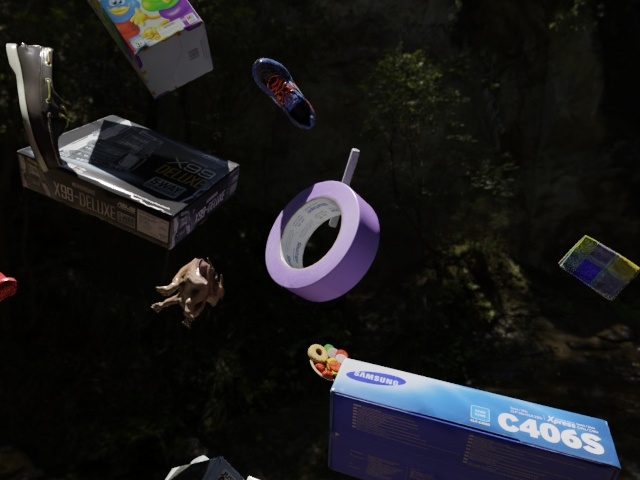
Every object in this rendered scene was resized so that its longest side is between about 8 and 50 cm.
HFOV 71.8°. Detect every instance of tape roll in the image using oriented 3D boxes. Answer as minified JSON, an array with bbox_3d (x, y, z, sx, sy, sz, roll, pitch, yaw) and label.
[{"bbox_3d":[0.000,0.000,1.037,0.274,0.275,0.090,-6,-30,41],"label":"tape roll"}]

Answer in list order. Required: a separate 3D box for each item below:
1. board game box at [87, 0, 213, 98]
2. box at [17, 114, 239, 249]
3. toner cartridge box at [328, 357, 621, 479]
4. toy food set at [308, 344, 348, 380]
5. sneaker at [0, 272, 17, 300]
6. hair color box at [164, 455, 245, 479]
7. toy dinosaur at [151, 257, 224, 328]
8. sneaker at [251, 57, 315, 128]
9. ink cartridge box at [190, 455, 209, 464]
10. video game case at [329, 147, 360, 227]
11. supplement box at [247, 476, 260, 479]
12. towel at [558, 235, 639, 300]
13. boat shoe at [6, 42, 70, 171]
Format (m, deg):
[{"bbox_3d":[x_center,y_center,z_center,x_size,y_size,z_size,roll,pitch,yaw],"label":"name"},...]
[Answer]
[{"bbox_3d":[-0.351,-0.448,0.862,0.142,0.275,0.144,-33,-9,-13],"label":"board game box"},{"bbox_3d":[-0.348,-0.125,0.847,0.307,0.242,0.077,23,-55,7],"label":"box"},{"bbox_3d":[0.187,0.286,0.613,0.347,0.165,0.075,10,28,16],"label":"toner cartridge box"},{"bbox_3d":[0.020,0.230,0.837,0.082,0.020,0.083,5,32,-28],"label":"toy food set"},{"bbox_3d":[-0.298,0.057,0.331,0.107,0.279,0.118,15,10,38],"label":"sneaker"},{"bbox_3d":[-0.290,0.590,0.780,0.185,0.374,0.114,-30,-76,33],"label":"hair color box"},{"bbox_3d":[-0.322,0.109,1.153,0.127,0.200,0.296,35,-34,0],"label":"toy dinosaur"},{"bbox_3d":[-0.082,-0.366,1.114,0.221,0.083,0.087,40,11,-30],"label":"sneaker"},{"bbox_3d":[-0.337,0.969,1.469,0.091,0.308,0.385,-37,-76,26],"label":"ink cartridge box"},{"bbox_3d":[0.074,-0.165,1.336,0.026,0.227,0.206,17,13,0],"label":"video game case"},{"bbox_3d":[-0.033,0.254,0.405,0.062,0.036,0.098,9,-36,18],"label":"supplement box"},{"bbox_3d":[0.385,0.038,0.612,0.083,0.060,0.009,39,30,16],"label":"towel"},{"bbox_3d":[-0.449,-0.221,0.720,0.068,0.228,0.081,-14,-12,-27],"label":"boat shoe"}]
